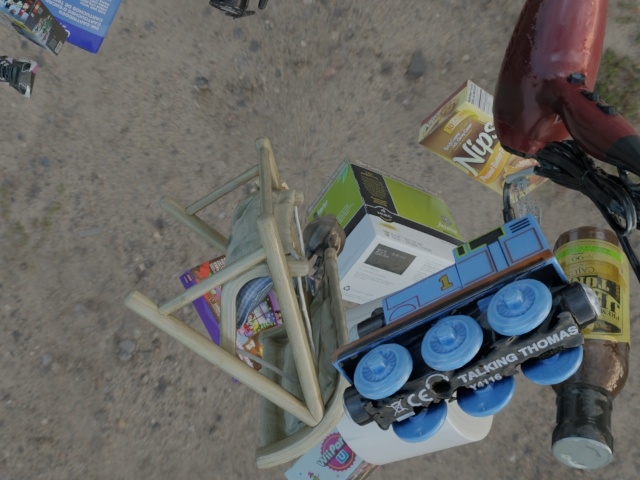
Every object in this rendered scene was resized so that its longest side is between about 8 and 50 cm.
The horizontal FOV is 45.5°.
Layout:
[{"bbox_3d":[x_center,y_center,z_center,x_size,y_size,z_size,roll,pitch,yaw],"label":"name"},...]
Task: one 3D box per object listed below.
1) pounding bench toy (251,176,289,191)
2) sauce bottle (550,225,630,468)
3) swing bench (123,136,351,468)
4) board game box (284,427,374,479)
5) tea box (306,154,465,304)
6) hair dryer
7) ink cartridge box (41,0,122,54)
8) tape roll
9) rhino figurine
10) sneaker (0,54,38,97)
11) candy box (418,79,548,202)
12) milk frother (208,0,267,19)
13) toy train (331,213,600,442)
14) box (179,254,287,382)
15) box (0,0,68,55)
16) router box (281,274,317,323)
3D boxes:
[{"bbox_3d":[-0.093,-0.096,1.576,0.052,0.083,0.065,-40,56,-6],"label":"pounding bench toy"},{"bbox_3d":[0.351,0.130,1.000,0.111,0.345,0.111,10,136,9],"label":"sauce bottle"},{"bbox_3d":[-0.060,0.060,0.849,0.165,0.253,0.255,-29,114,9],"label":"swing bench"},{"bbox_3d":[0.086,0.396,1.517,0.097,0.303,0.224,44,101,22],"label":"board game box"},{"bbox_3d":[0.175,0.000,1.962,0.328,0.324,0.220,19,126,-28],"label":"tea box"},{"bbox_3d":[0.208,-0.101,0.590,0.080,0.223,0.294,-1,84,-17],"label":"hair dryer"},{"bbox_3d":[-0.429,-0.558,1.473,0.151,0.270,0.395,24,135,-24],"label":"ink cartridge box"},{"bbox_3d":[0.134,0.199,1.154,0.169,0.246,0.246,-23,96,28],"label":"tape roll"},{"bbox_3d":[0.000,0.000,1.403,0.073,0.243,0.106,26,96,-6],"label":"rhino figurine"},{"bbox_3d":[-0.603,-0.323,1.484,0.077,0.178,0.072,9,99,-32],"label":"sneaker"},{"bbox_3d":[0.421,-0.236,1.871,0.316,0.183,0.088,28,50,-18],"label":"candy box"},{"bbox_3d":[-0.180,-0.568,1.693,0.129,0.143,0.135,14,94,-28],"label":"milk frother"},{"bbox_3d":[0.095,0.063,0.523,0.184,0.105,0.080,-28,122,16],"label":"toy train"},{"bbox_3d":[-0.194,0.174,1.879,0.057,0.200,0.293,-31,86,43],"label":"box"},{"bbox_3d":[-0.471,-0.350,1.119,0.159,0.233,0.044,29,88,-9],"label":"box"},{"bbox_3d":[-0.052,0.150,1.889,0.092,0.038,0.123,-10,56,4],"label":"router box"}]
